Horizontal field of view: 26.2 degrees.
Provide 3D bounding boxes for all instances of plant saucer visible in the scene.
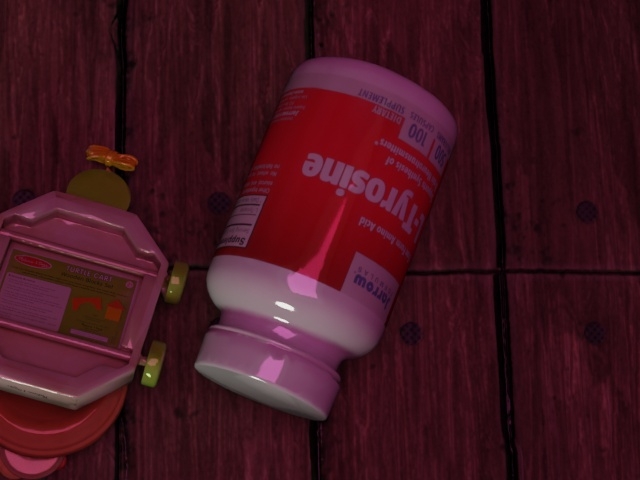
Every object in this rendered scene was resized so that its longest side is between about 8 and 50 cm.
[{"bbox_3d":[-0.336,0.166,1.689,0.200,0.037,0.200,3,68,-8],"label":"plant saucer"}]

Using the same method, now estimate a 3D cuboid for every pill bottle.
[{"bbox_3d":[0.000,0.000,1.693,0.229,0.229,0.407,22,75,-3],"label":"pill bottle"}]

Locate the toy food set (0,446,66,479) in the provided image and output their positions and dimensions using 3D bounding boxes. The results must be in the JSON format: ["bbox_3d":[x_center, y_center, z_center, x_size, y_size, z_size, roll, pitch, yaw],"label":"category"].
[{"bbox_3d":[-0.352,0.254,1.689,0.083,0.020,0.083,7,76,-7],"label":"toy food set"}]

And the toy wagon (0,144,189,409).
[{"bbox_3d":[-0.300,0.037,1.699,0.267,0.068,0.344,16,56,-5],"label":"toy wagon"}]
